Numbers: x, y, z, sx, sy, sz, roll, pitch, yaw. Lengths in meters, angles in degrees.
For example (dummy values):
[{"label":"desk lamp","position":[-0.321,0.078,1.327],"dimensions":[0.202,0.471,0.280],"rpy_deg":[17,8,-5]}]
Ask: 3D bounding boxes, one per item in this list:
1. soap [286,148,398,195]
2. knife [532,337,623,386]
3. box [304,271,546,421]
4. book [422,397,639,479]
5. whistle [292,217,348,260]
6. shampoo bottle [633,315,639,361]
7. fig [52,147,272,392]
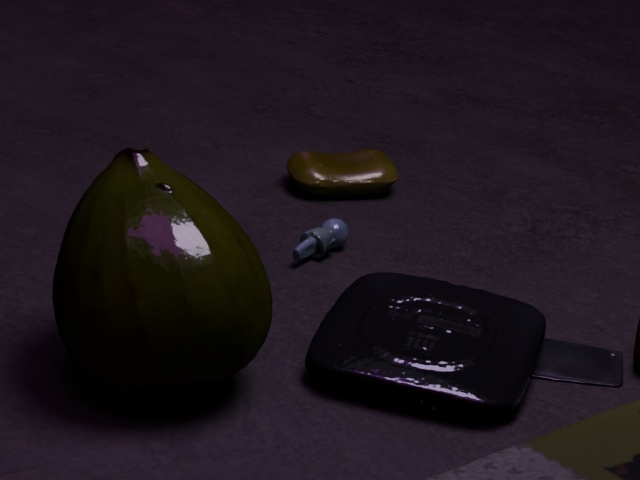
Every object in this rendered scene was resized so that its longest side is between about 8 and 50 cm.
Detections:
[{"label":"soap","position":[0.027,-0.085,1.794],"dimensions":[0.140,0.045,0.089],"rpy_deg":[-3,24,-14]},{"label":"knife","position":[0.183,0.109,1.450],"dimensions":[0.245,0.019,0.072],"rpy_deg":[10,30,7]},{"label":"box","position":[0.106,0.096,1.406],"dimensions":[0.212,0.042,0.201],"rpy_deg":[14,35,12]},{"label":"book","position":[0.246,0.228,1.189],"dimensions":[0.352,0.035,0.239],"rpy_deg":[-15,31,-36]},{"label":"whistle","position":[0.000,0.000,1.620],"dimensions":[0.035,0.035,0.100],"rpy_deg":[20,30,29]},{"label":"shampoo bottle","position":[0.473,0.115,1.422],"dimensions":[0.314,0.076,0.118],"rpy_deg":[11,45,11]},{"label":"fig","position":[-0.151,0.025,1.326],"dimensions":[0.203,0.225,0.203],"rpy_deg":[-10,6,1]}]
